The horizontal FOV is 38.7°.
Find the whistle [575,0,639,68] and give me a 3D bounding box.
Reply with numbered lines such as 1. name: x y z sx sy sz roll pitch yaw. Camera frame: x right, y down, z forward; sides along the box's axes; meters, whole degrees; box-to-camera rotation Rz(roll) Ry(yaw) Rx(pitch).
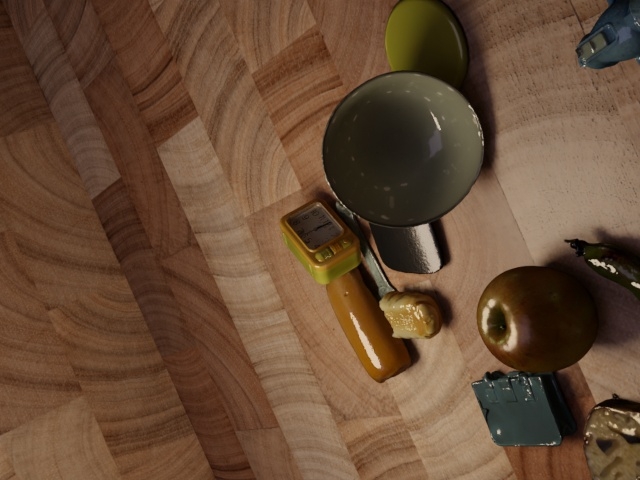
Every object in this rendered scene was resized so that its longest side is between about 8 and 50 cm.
1. whistle: 0.522 -0.360 1.492 0.269 0.093 0.180 -33 76 49

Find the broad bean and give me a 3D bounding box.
1. broad bean: 0.593 0.079 1.675 0.339 0.061 0.077 42 146 31

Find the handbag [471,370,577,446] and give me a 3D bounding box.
1. handbag: 0.450 0.369 2.042 0.229 0.062 0.179 -21 90 56

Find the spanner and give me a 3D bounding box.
1. spanner: 0.118 0.030 2.307 0.071 0.017 0.302 -27 88 55

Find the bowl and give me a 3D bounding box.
1. bowl: 0.167 -0.207 1.931 0.157 0.337 0.337 -92 -6 -67

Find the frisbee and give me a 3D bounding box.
1. frisbee: 0.217 -0.401 1.918 0.236 0.017 0.236 30 133 39

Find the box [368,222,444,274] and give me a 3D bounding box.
1. box: 0.197 -0.018 2.152 0.212 0.042 0.201 -1 110 52

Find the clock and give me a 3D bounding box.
1. clock: 0.000 0.000 2.310 0.202 0.143 0.096 48 163 35

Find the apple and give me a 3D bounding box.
1. apple: 0.438 0.159 1.831 0.237 0.208 0.236 20 112 62

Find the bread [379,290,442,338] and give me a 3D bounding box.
1. bread: 0.221 0.181 2.204 0.177 0.084 0.119 0 112 52

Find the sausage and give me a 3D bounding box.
1. sausage: 0.104 0.193 2.348 0.354 0.116 0.134 60 155 15

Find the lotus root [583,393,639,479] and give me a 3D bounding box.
1. lotus root: 0.613 0.401 1.836 0.170 0.074 0.260 39 137 36
